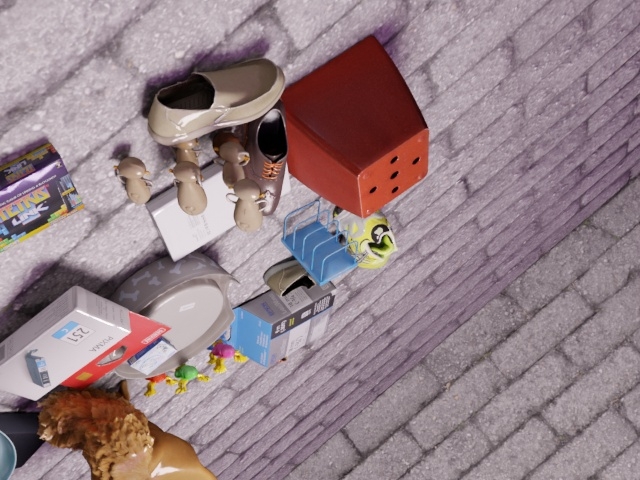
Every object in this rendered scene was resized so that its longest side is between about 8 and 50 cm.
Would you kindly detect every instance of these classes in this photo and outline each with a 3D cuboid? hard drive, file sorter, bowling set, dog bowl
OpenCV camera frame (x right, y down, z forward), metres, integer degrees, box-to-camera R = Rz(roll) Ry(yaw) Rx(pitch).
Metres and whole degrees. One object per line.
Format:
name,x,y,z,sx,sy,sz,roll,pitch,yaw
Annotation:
hard drive,-0.746,0.469,1.781,0.172,0.054,0.255,-46,153,10
file sorter,0.000,0.000,1.919,0.118,0.170,0.104,-27,147,-25
bowling set,-0.219,-0.151,1.433,0.154,0.287,0.199,98,4,-63
dog bowl,-0.348,0.167,1.788,0.349,0.102,0.348,-32,153,-19
hard drive,-0.207,-0.092,1.642,0.308,0.040,0.203,-33,153,-15

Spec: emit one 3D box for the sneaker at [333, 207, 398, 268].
sneaker,0.138,0.013,2.145,0.145,0.147,0.384,-41,155,-3

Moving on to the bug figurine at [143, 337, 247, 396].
bug figurine,-0.321,0.312,1.993,0.279,0.072,0.216,-24,-170,-36

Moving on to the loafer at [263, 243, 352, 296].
loafer,-0.023,0.089,2.073,0.251,0.087,0.094,-22,150,-12

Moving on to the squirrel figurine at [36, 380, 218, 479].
squirrel figurine,-0.480,0.464,1.834,0.281,0.370,0.397,-33,132,-13

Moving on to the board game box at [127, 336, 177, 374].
board game box,-0.380,0.261,1.754,0.090,0.020,0.090,-38,153,-5

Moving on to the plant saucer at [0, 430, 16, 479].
plant saucer,-0.812,0.476,1.632,0.318,0.043,0.317,-17,134,-19

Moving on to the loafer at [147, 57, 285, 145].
loafer,-0.178,-0.254,1.360,0.269,0.102,0.092,-30,158,-19

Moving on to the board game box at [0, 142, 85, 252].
board game box,-0.495,-0.067,1.290,0.170,0.048,0.141,-32,154,-17

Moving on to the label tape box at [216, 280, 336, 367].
label tape box,-0.127,0.242,2.194,0.334,0.106,0.240,-27,150,-26

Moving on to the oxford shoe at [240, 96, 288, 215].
oxford shoe,-0.110,-0.156,1.521,0.097,0.098,0.271,-8,123,-14

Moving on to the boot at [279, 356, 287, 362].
boot,-0.134,0.351,2.379,0.059,0.084,0.158,-33,155,-19

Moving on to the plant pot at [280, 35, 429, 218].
plant pot,0.086,-0.211,1.628,0.267,0.235,0.267,-35,154,-12

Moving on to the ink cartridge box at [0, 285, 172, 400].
ink cartridge box,-0.493,0.232,1.584,0.296,0.066,0.261,-35,139,21
